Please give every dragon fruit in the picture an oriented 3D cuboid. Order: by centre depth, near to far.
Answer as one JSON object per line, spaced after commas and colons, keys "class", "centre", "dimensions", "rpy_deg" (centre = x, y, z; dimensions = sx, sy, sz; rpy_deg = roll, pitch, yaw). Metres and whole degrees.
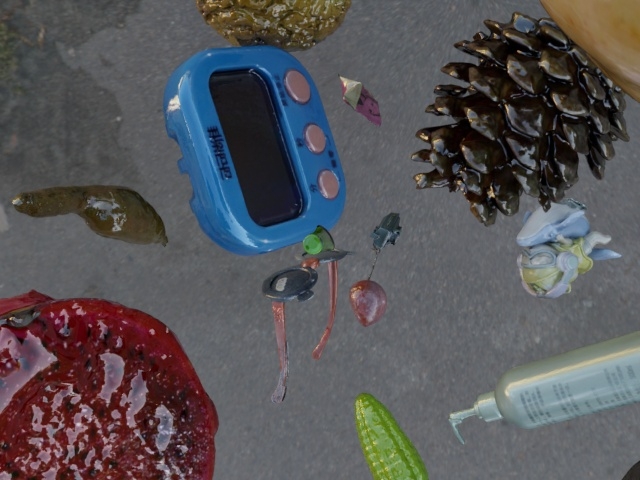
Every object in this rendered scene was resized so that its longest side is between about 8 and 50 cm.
{"class": "dragon fruit", "centre": [-0.312, 0.232, 0.797], "dimensions": [0.249, 0.386, 0.371], "rpy_deg": [0, 102, 47]}

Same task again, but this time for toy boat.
{"class": "toy boat", "centre": [0.163, -0.030, 1.789], "dimensions": [0.060, 0.141, 0.055], "rpy_deg": [27, 120, 6]}

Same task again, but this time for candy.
{"class": "candy", "centre": [0.121, 0.379, 1.411], "dimensions": [0.096, 0.096, 0.210], "rpy_deg": [-34, 71, 20]}

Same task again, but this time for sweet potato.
{"class": "sweet potato", "centre": [-0.281, -0.041, 0.995], "dimensions": [0.074, 0.269, 0.075], "rpy_deg": [-6, 77, 30]}

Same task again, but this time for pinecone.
{"class": "pinecone", "centre": [0.191, -0.111, 0.735], "dimensions": [0.184, 0.179, 0.205], "rpy_deg": [31, 91, 23]}

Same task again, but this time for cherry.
{"class": "cherry", "centre": [0.120, 0.109, 1.929], "dimensions": [0.090, 0.107, 0.226], "rpy_deg": [-19, 61, 40]}

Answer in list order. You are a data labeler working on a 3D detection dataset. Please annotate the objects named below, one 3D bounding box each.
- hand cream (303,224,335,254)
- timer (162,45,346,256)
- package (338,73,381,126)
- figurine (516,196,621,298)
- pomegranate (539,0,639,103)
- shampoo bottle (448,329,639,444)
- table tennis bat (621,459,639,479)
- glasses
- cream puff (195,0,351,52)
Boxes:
{"class": "hand cream", "centre": [0.000, 0.000, 0.869], "dimensions": [0.023, 0.122, 0.036], "rpy_deg": [-35, 89, 9]}
{"class": "timer", "centre": [-0.106, -0.152, 1.277], "dimensions": [0.115, 0.309, 0.340], "rpy_deg": [-16, 92, 43]}
{"class": "package", "centre": [0.047, -0.169, 0.912], "dimensions": [0.059, 0.083, 0.029], "rpy_deg": [34, 115, -22]}
{"class": "figurine", "centre": [0.424, 0.016, 1.339], "dimensions": [0.208, 0.128, 0.184], "rpy_deg": [15, 83, -29]}
{"class": "pomegranate", "centre": [0.298, -0.190, 0.338], "dimensions": [0.411, 0.411, 0.412], "rpy_deg": [4, 110, 10]}
{"class": "shampoo bottle", "centre": [0.195, 0.126, 0.643], "dimensions": [0.195, 0.056, 0.056], "rpy_deg": [-22, 103, 27]}
{"class": "table tennis bat", "centre": [0.409, 0.275, 0.868], "dimensions": [0.019, 0.220, 0.130], "rpy_deg": [48, 156, -25]}
{"class": "glasses", "centre": [-0.013, 0.156, 1.446], "dimensions": [0.118, 0.234, 0.269], "rpy_deg": [6, 115, 24]}
{"class": "cream puff", "centre": [-0.092, -0.495, 1.533], "dimensions": [0.326, 0.343, 0.231], "rpy_deg": [-3, 93, -14]}
